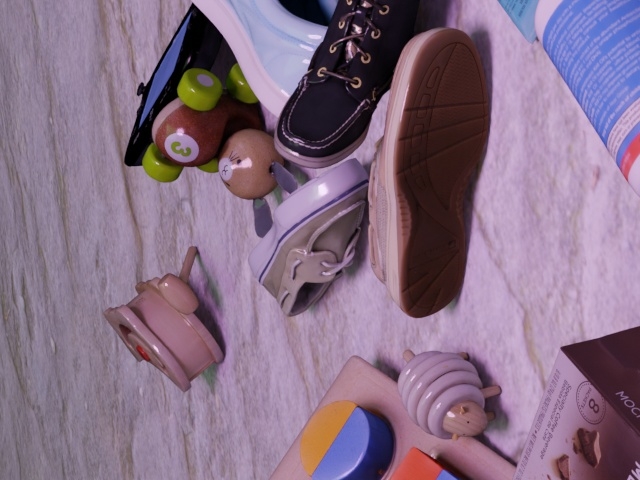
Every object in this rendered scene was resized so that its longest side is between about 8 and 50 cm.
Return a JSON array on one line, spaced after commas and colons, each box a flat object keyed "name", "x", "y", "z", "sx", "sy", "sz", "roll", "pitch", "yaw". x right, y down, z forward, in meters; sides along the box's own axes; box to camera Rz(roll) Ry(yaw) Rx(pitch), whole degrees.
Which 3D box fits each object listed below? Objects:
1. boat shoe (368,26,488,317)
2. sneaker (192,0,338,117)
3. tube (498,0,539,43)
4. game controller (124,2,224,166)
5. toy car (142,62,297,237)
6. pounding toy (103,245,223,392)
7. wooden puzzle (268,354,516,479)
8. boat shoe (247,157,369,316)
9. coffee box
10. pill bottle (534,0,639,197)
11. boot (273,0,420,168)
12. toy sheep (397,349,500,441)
[{"name": "boat shoe", "x": 0.090, "y": -0.072, "z": 1.300, "sx": 0.098, "sy": 0.109, "sz": 0.302, "roll": 41, "pitch": 139, "yaw": 47}, {"name": "sneaker", "x": -0.055, "y": -0.299, "z": 1.485, "sx": 0.366, "sy": 0.135, "sz": 0.150, "roll": 55, "pitch": 132, "yaw": 27}, {"name": "tube", "x": 0.147, "y": -0.276, "z": 1.187, "sx": 0.207, "sy": 0.052, "sz": 0.080, "roll": 59, "pitch": 157, "yaw": 24}, {"name": "game controller", "x": -0.194, "y": -0.218, "z": 1.757, "sx": 0.319, "sy": 0.067, "sz": 0.166, "roll": -46, "pitch": 19, "yaw": 57}, {"name": "toy car", "x": -0.104, "y": -0.097, "z": 1.627, "sx": 0.188, "sy": 0.149, "sz": 0.155, "roll": 52, "pitch": 133, "yaw": 22}, {"name": "pounding toy", "x": -0.199, "y": 0.115, "z": 1.933, "sx": 0.154, "sy": 0.155, "sz": 0.269, "roll": 52, "pitch": 163, "yaw": -8}, {"name": "wooden puzzle", "x": 0.030, "y": 0.309, "z": 1.359, "sx": 0.322, "sy": 0.080, "sz": 0.348, "roll": -56, "pitch": 40, "yaw": -1}, {"name": "boat shoe", "x": 0.000, "y": 0.000, "z": 1.515, "sx": 0.094, "sy": 0.109, "sz": 0.302, "roll": 57, "pitch": 157, "yaw": 9}, {"name": "coffee box", "x": 0.249, "y": 0.236, "z": 1.096, "sx": 0.168, "sy": 0.118, "sz": 0.297, "roll": 53, "pitch": 143, "yaw": 41}, {"name": "pill bottle", "x": 0.235, "y": -0.148, "z": 0.984, "sx": 0.222, "sy": 0.124, "sz": 0.124, "roll": 63, "pitch": 148, "yaw": 26}, {"name": "boot", "x": 0.032, "y": -0.194, "z": 1.233, "sx": 0.085, "sy": 0.236, "sz": 0.179, "roll": 24, "pitch": 138, "yaw": 14}, {"name": "toy sheep", "x": 0.123, "y": 0.151, "z": 1.333, "sx": 0.132, "sy": 0.091, "sz": 0.091, "roll": 42, "pitch": 135, "yaw": 48}]
